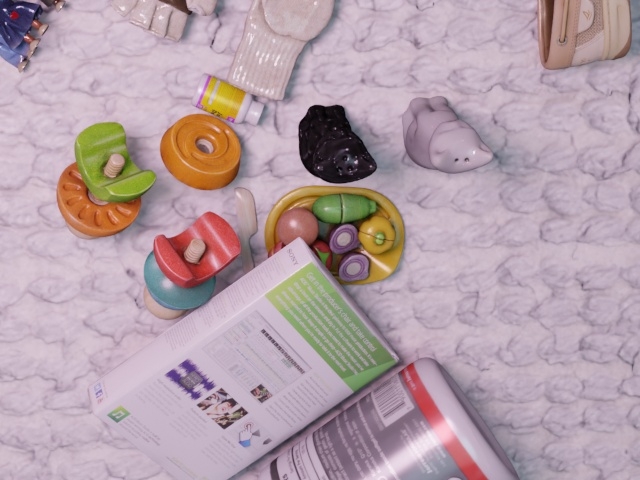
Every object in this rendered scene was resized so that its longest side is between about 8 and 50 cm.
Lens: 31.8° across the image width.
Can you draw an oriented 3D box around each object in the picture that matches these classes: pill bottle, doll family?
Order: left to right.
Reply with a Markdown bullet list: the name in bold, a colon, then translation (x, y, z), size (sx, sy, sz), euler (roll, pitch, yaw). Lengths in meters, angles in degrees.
- **doll family**: translation (-0.361, -0.286, 1.312), size (0.111, 0.076, 0.193), euler (32, 102, -15)
- **pill bottle**: translation (-0.112, -0.168, 1.368), size (0.083, 0.043, 0.043), euler (22, 101, -8)
- **pill bottle**: translation (0.049, 0.327, 1.409), size (0.363, 0.210, 0.210), euler (-36, 103, 6)

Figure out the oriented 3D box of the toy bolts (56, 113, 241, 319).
- **toy bolts**: translation (-0.186, -0.021, 1.360), size (0.218, 0.158, 0.229), euler (-21, 71, -35)

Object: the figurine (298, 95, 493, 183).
- **figurine**: translation (0.085, -0.108, 1.310), size (0.214, 0.209, 0.092), euler (-5, 103, -3)

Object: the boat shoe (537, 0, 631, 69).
- **boat shoe**: translation (0.282, -0.369, 1.307), size (0.110, 0.122, 0.341), euler (-13, 105, -1)

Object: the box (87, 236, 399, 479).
- **box**: translation (-0.090, 0.165, 1.393), size (0.322, 0.058, 0.232), euler (-34, 131, 6)

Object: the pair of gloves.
- **pair of gloves**: translation (-0.103, -0.300, 1.326), size (0.240, 0.042, 0.204), euler (29, 90, -10)

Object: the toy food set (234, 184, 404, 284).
- **toy food set**: translation (0.000, 0.000, 1.400), size (0.217, 0.071, 0.128), euler (1, 103, -4)
